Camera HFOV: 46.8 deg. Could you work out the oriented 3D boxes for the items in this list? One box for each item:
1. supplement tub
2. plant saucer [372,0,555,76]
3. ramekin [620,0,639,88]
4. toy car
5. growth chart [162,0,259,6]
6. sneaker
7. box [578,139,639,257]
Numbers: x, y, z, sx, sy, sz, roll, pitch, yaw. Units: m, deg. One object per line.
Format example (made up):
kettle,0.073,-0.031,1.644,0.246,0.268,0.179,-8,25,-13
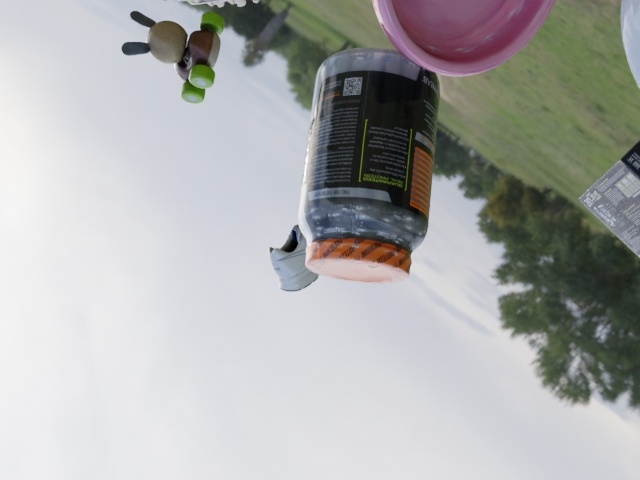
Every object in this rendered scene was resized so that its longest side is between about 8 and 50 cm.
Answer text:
supplement tub,0.076,-0.113,1.173,0.207,0.338,0.207,7,165,2
plant saucer,0.203,-0.406,1.047,0.332,0.332,0.084,28,-173,-36
ramekin,0.478,-0.238,0.784,0.277,0.277,0.135,35,165,-8
toy car,-0.309,-0.396,1.521,0.188,0.155,0.149,14,160,-20
growth chart,-0.259,-0.556,1.616,0.237,0.021,0.172,0,171,2
sneaker,0.000,0.000,1.822,0.111,0.297,0.129,12,134,55
box,0.493,-0.063,1.109,0.147,0.077,0.180,46,170,12
